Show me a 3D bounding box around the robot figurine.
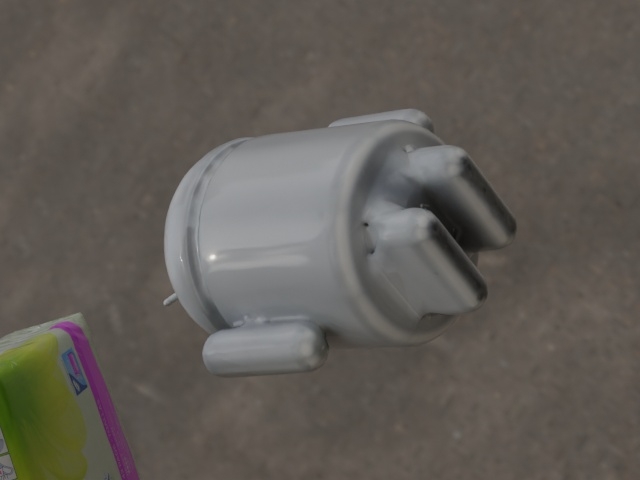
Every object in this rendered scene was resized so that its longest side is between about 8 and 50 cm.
[{"bbox_3d":[0.000,0.000,1.742,0.353,0.200,0.300,-3,44,43],"label":"robot figurine"}]

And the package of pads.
[{"bbox_3d":[-0.264,0.212,1.807,0.101,0.229,0.296,-16,6,12],"label":"package of pads"}]
